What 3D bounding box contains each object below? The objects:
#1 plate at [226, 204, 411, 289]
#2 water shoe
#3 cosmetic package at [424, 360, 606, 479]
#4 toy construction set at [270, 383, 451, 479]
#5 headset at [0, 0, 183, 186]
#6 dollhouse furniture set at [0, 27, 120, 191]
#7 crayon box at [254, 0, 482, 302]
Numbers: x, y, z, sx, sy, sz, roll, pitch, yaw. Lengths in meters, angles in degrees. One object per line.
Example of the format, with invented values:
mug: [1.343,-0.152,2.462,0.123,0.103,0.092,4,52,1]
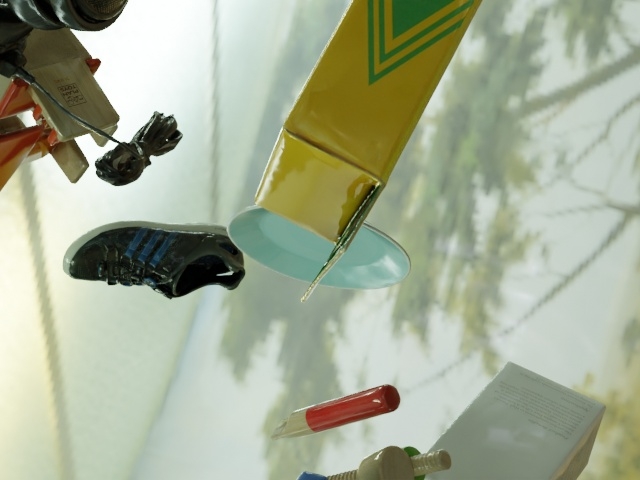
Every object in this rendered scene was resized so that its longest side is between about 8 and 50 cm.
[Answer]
plate: [0.000,0.000,1.583,0.188,0.188,0.024,86,-163,-66]
water shoe: [-0.183,0.024,1.775,0.080,0.203,0.073,-113,22,-47]
cosmetic package: [0.179,0.220,1.551,0.231,0.117,0.085,-38,-35,-49]
toy construction set: [-0.031,0.285,1.286,0.237,0.257,0.309,-20,50,43]
headset: [-0.245,-0.230,1.368,0.394,0.243,0.185,65,-148,-13]
dollhouse furniture set: [-0.307,-0.094,1.543,0.262,0.135,0.259,-23,-15,-42]
crayon box: [0.043,-0.124,1.139,0.318,0.081,0.202,-62,2,-16]
